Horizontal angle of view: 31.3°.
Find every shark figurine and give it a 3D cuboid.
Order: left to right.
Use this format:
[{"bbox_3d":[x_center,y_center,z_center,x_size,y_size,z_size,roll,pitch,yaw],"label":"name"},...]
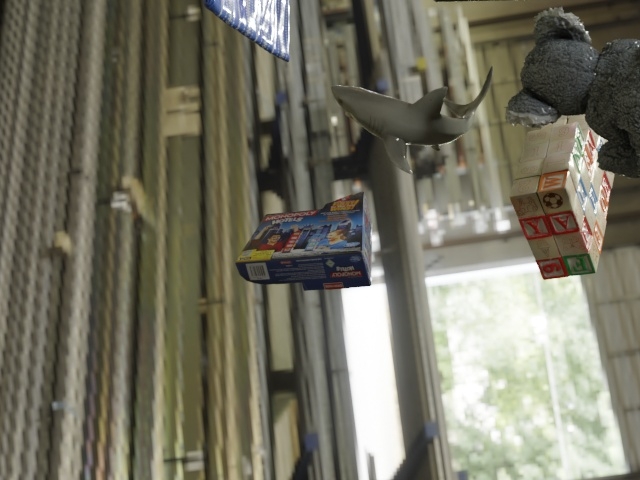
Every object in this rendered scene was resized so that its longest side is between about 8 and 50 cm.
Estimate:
[{"bbox_3d":[0.173,-0.194,1.703,0.166,0.278,0.116,60,-41,32],"label":"shark figurine"}]

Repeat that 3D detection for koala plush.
[{"bbox_3d":[0.372,-0.212,1.544,0.203,0.221,0.196,21,90,-78],"label":"koala plush"}]

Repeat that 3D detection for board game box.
[{"bbox_3d":[0.000,0.000,1.677,0.194,0.194,0.060,-59,140,-56],"label":"board game box"}]

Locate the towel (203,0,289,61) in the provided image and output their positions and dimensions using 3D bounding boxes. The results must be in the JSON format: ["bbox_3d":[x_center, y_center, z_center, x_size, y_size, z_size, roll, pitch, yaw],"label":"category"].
[{"bbox_3d":[-0.139,-0.530,2.335,0.336,0.040,0.243,22,66,-61],"label":"towel"}]

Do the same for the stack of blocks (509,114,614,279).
[{"bbox_3d":[0.393,-0.101,1.824,0.171,0.087,0.297,62,34,-31],"label":"stack of blocks"}]
